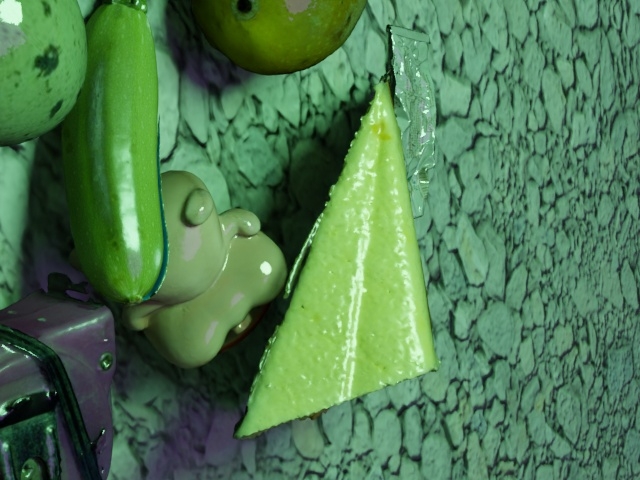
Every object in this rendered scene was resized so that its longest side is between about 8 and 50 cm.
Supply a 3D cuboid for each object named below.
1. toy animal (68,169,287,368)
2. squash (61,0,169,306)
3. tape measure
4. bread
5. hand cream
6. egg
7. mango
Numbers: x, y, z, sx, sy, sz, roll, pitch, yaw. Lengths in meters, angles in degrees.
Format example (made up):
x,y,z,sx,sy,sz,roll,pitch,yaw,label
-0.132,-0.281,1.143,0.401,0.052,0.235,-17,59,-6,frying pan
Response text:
x,y,z,sx,sy,sz,roll,pitch,yaw,label
-0.129,0.032,1.566,0.197,0.171,0.171,48,62,-43,toy animal
-0.193,-0.104,1.471,0.094,0.094,0.341,19,63,-53,squash
-0.284,0.169,1.398,0.231,0.149,0.245,-24,118,-49,tape measure
0.000,0.000,1.672,0.346,0.242,0.405,84,-6,-78,bread
0.103,-0.125,1.914,0.084,0.050,0.257,-1,97,-50,hand cream
-0.276,-0.161,1.304,0.177,0.177,0.228,-69,158,-13,egg
-0.009,-0.301,1.623,0.175,0.176,0.329,40,62,-12,mango
